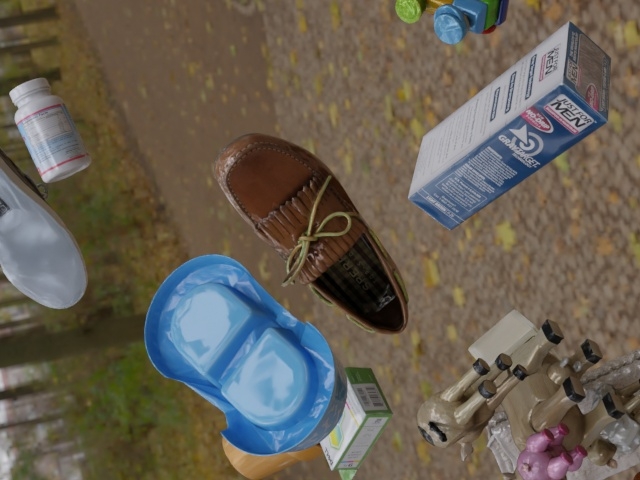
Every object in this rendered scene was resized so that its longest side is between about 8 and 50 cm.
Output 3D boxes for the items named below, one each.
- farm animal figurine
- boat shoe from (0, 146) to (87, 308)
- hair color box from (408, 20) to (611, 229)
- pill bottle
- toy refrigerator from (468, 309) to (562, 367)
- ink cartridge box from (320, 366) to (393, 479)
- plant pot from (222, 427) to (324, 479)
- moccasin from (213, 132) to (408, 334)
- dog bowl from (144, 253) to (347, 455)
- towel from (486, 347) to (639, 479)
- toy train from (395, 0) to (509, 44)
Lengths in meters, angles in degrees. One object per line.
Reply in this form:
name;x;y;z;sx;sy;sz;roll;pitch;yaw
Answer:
farm animal figurine;0.260;0.234;1.306;0.172;0.330;0.326;-50;11;29
boat shoe;-0.436;-0.040;1.527;0.306;0.113;0.105;48;-171;-11
hair color box;0.303;-0.178;1.743;0.347;0.105;0.173;-38;24;41
pill bottle;-0.450;-0.183;1.782;0.160;0.087;0.087;65;165;-1
toy refrigerator;0.364;0.247;1.719;0.269;0.102;0.094;50;180;-19
ink cartridge box;0.044;0.334;1.911;0.209;0.062;0.109;-63;37;34
plant pot;-0.100;0.405;2.288;0.205;0.188;0.205;41;-158;-20
moccasin;-0.003;0.002;1.447;0.380;0.139;0.147;53;-177;-36
dog bowl;-0.086;0.140;1.303;0.297;0.166;0.074;38;-179;33
towel;0.378;0.265;1.516;0.187;0.282;0.049;62;-177;-36
toy train;0.169;-0.401;1.759;0.248;0.143;0.105;28;136;26
